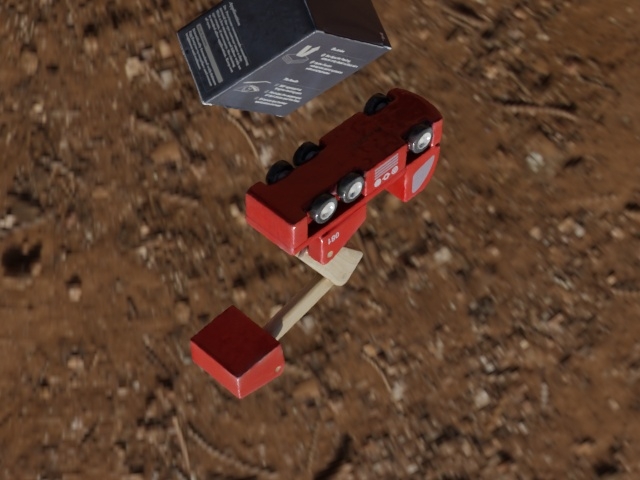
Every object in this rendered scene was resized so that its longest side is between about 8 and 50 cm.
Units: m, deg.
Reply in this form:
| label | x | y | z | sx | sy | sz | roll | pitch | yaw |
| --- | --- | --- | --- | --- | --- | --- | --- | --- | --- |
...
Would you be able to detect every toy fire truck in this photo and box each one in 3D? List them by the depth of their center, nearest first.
| label | x | y | z | sx | sy | sz | roll | pitch | yaw |
| --- | --- | --- | --- | --- | --- | --- | --- | --- | --- |
| toy fire truck | 0.000 | 0.000 | 1.046 | 0.192 | 0.047 | 0.135 | -37 | 148 | -29 |

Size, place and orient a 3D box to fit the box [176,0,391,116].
| label | x | y | z | sx | sy | sz | roll | pitch | yaw |
| --- | --- | --- | --- | --- | --- | --- | --- | --- | --- |
| box | -0.038 | -0.212 | 1.740 | 0.158 | 0.156 | 0.093 | -29 | 74 | 28 |
